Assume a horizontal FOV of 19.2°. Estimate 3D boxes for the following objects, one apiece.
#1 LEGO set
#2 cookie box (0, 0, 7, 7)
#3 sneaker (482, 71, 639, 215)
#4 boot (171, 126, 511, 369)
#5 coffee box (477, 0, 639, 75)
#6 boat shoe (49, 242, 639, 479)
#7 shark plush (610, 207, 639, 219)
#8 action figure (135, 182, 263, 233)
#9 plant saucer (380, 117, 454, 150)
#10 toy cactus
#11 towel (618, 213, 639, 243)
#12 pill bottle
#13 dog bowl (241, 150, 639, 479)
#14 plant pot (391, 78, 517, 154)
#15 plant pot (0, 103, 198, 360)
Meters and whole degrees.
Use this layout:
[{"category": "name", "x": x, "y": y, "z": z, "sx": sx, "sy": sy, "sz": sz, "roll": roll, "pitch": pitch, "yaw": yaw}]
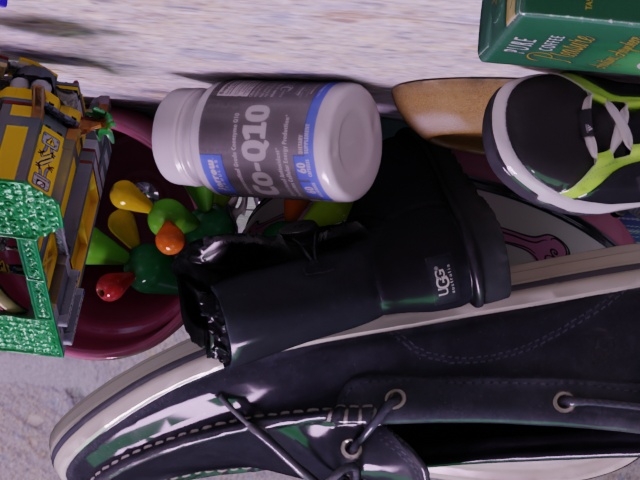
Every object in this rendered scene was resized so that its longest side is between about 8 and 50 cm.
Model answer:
[{"category": "LEGO set", "x": -0.267, "y": -0.070, "z": 1.173, "sx": 0.331, "sy": 0.192, "sz": 0.255, "roll": 2, "pitch": 148, "yaw": 11}, {"category": "cookie box", "x": -0.190, "y": -0.117, "z": 0.738, "sx": 0.107, "sy": 0.040, "sz": 0.092, "roll": 5, "pitch": 179, "yaw": 28}, {"category": "sneaker", "x": 0.205, "y": -0.065, "z": 1.057, "sx": 0.235, "sy": 0.084, "sz": 0.097, "roll": 5, "pitch": 154, "yaw": -23}, {"category": "boot", "x": 0.000, "y": 0.000, "z": 1.287, "sx": 0.207, "sy": 0.094, "sz": 0.246, "roll": -12, "pitch": -159, "yaw": -7}, {"category": "coffee box", "x": 0.158, "y": -0.086, "z": 0.719, "sx": 0.184, "sy": 0.040, "sz": 0.113, "roll": 5, "pitch": 177, "yaw": -1}, {"category": "boat shoe", "x": 0.043, "y": 0.130, "z": 1.368, "sx": 0.500, "sy": 0.156, "sz": 0.187, "roll": -12, "pitch": 164, "yaw": 8}, {"category": "shark plush", "x": 0.206, "y": -0.035, "z": 1.352, "sx": 0.161, "sy": 0.073, "sz": 0.067, "roll": 9, "pitch": 139, "yaw": 41}, {"category": "action figure", "x": -0.095, "y": -0.020, "z": 1.820, "sx": 0.276, "sy": 0.141, "sz": 0.164, "roll": 2, "pitch": 180, "yaw": -5}, {"category": "plant saucer", "x": 0.012, "y": -0.086, "z": 1.411, "sx": 0.192, "sy": 0.018, "sz": 0.067, "roll": 6, "pitch": 178, "yaw": -32}, {"category": "toy cactus", "x": -0.071, "y": 0.016, "z": 1.404, "sx": 0.219, "sy": 0.180, "sz": 0.112, "roll": -17, "pitch": -146, "yaw": -16}, {"category": "towel", "x": 0.206, "y": -0.007, "z": 1.758, "sx": 0.243, "sy": 0.040, "sz": 0.336, "roll": 4, "pitch": 164, "yaw": -40}, {"category": "pill bottle", "x": -0.036, "y": -0.066, "z": 1.232, "sx": 0.137, "sy": 0.078, "sz": 0.078, "roll": 3, "pitch": 177, "yaw": 30}, {"category": "dog bowl", "x": 0.101, "y": 0.062, "z": 1.636, "sx": 0.408, "sy": 0.150, "sz": 0.408, "roll": 11, "pitch": 151, "yaw": 6}, {"category": "plant pot", "x": 0.162, "y": -0.072, "z": 1.222, "sx": 0.236, "sy": 0.032, "sz": 0.236, "roll": 6, "pitch": 178, "yaw": 0}, {"category": "plant pot", "x": -0.163, "y": -0.020, "z": 1.548, "sx": 0.201, "sy": 0.201, "sz": 0.180, "roll": 5, "pitch": -167, "yaw": 12}]
